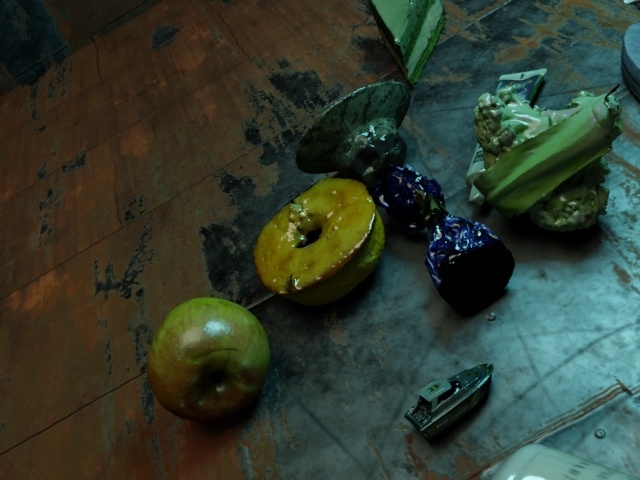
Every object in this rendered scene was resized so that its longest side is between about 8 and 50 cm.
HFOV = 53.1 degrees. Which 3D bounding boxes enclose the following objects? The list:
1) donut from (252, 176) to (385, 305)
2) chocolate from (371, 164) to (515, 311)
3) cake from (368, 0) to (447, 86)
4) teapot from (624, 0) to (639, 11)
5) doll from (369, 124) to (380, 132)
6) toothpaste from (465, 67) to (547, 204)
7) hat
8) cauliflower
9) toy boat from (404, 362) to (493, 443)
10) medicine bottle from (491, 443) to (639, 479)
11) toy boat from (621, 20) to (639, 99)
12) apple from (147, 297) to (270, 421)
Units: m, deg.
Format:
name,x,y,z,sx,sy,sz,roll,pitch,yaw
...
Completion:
name,x,y,z,sx,sy,sz,roll,pitch,yaw
donut,-0.002,0.002,1.136,0.254,0.118,0.253,-25,44,27
chocolate,0.181,-0.039,1.070,0.126,0.148,0.343,-31,42,0
cake,0.176,-0.495,1.541,0.172,0.158,0.283,0,52,33
teapot,0.706,-0.449,1.195,0.246,0.116,0.159,-19,29,18
doll,0.114,-0.257,1.418,0.085,0.040,0.058,-30,50,0
toothpaste,0.341,-0.207,1.205,0.099,0.061,0.392,-1,47,35
hat,0.094,-0.176,1.250,0.266,0.265,0.128,-34,71,-3
cauliflower,0.369,-0.146,0.977,0.315,0.239,0.256,139,131,-61
toy boat,0.183,0.212,0.878,0.141,0.060,0.055,-34,15,-11
medicine bottle,0.326,0.332,0.544,0.372,0.211,0.211,11,55,39
toy boat,0.612,-0.298,1.121,0.127,0.078,0.283,-25,41,12
apple,-0.180,0.184,1.030,0.196,0.196,0.196,-17,42,16
